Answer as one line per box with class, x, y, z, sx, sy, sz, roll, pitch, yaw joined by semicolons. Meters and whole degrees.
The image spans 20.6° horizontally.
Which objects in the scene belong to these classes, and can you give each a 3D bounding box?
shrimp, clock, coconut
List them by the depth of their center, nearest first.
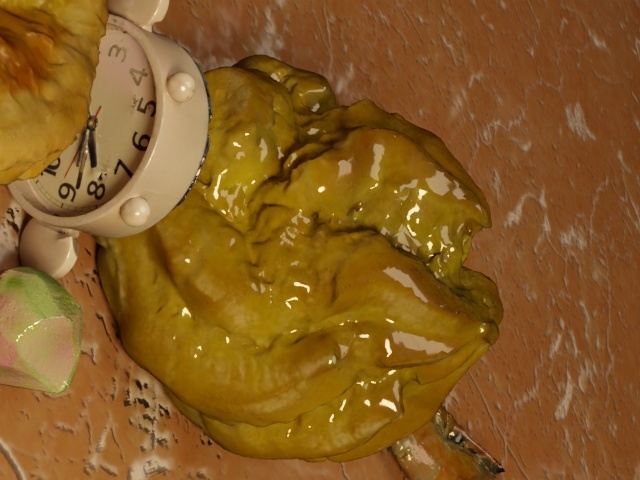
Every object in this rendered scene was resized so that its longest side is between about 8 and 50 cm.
coconut;-0.195;0.058;1.158;0.083;0.081;0.082;-50;154;-72
clock;-0.149;-0.078;1.227;0.063;0.155;0.229;14;95;-56
shrimp;0.125;0.200;1.644;0.217;0.051;0.115;38;41;-41

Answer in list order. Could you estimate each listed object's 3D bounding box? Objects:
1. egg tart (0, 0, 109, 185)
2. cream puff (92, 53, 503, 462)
egg tart;-0.305;-0.217;1.023;0.443;0.178;0.443;35;45;-44
cream puff;0.000;-0.002;1.343;0.291;0.257;0.324;46;38;-44
